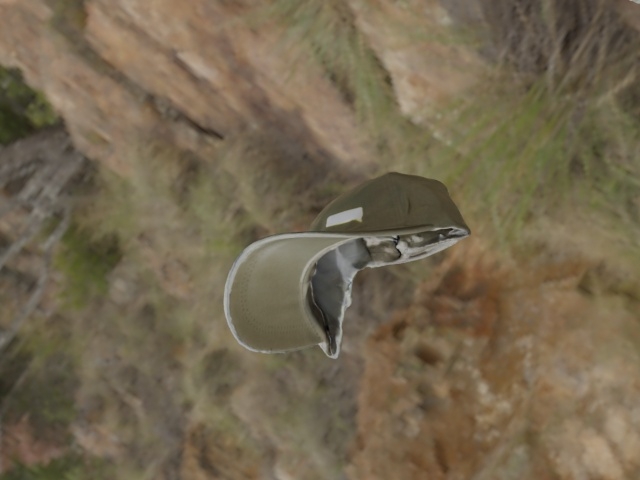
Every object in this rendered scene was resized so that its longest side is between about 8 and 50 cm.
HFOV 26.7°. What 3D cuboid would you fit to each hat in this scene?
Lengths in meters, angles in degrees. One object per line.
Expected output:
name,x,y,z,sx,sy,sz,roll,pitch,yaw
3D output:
hat,0.000,0.000,1.030,0.173,0.166,0.144,25,-148,-34

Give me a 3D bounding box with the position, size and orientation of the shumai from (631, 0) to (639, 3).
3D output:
shumai,0.308,-0.294,1.137,0.184,0.184,0.142,29,158,15
